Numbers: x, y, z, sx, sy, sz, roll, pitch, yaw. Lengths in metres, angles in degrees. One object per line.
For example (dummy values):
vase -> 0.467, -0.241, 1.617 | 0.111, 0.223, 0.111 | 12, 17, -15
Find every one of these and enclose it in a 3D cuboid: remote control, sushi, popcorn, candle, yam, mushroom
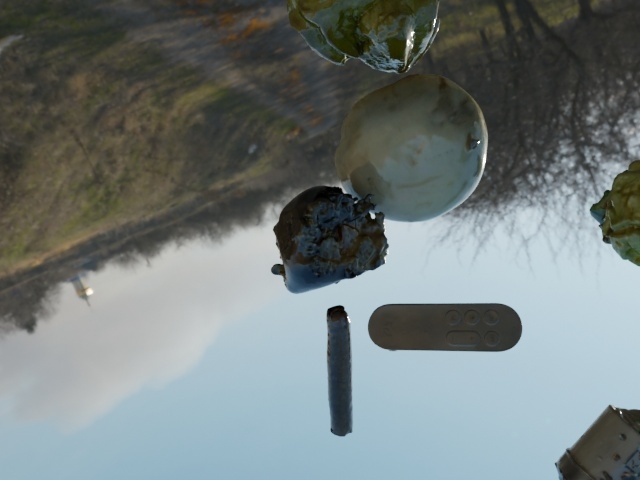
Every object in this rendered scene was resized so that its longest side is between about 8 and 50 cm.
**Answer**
remote control -> 0.195, 0.139, 1.110 | 0.245, 0.077, 0.022 | -2, 172, 20
sushi -> 0.006, 0.001, 1.344 | 0.200, 0.213, 0.204 | 1, -175, -29
popcorn -> 0.552, -0.045, 1.125 | 0.167, 0.187, 0.185 | 12, -144, 27
candle -> 0.707, 0.473, 1.602 | 0.330, 0.187, 0.187 | -52, -177, 10
yam -> 0.034, 0.230, 1.213 | 0.046, 0.264, 0.046 | -2, -153, 1
mushroom -> 0.196, -0.200, 1.457 | 0.314, 0.314, 0.336 | -21, -167, 23

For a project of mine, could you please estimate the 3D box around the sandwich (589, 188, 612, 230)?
sandwich -> 0.744, -0.013, 1.505 | 0.162, 0.250, 0.301 | -49, -177, -18

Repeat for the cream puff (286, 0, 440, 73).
cream puff -> 0.079, -0.448, 1.363 | 0.274, 0.270, 0.323 | -23, 165, 3
